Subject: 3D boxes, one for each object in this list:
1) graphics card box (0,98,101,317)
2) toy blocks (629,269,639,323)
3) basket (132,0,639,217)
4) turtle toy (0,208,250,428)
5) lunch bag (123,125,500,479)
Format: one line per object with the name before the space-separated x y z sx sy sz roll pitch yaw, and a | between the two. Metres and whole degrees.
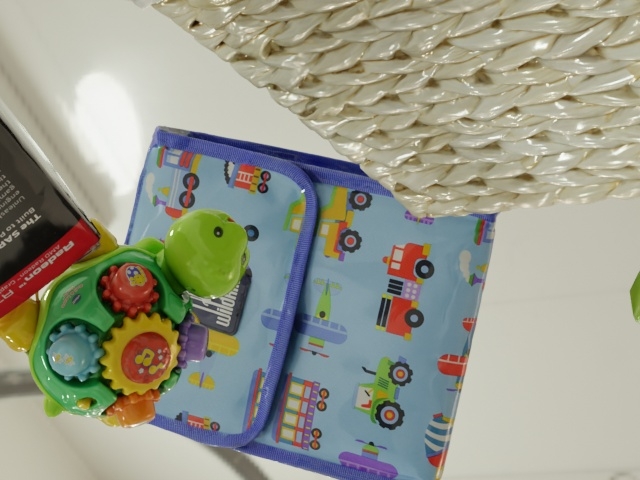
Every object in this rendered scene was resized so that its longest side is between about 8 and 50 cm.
graphics card box | -0.244 -0.031 0.473 0.094 0.232 0.371 52 175 23
toy blocks | 0.269 -0.069 0.426 0.191 0.381 0.261 102 171 -56
basket | 0.126 -0.213 0.681 0.266 0.331 0.328 38 -117 -31
turtle toy | -0.088 0.036 0.665 0.130 0.066 0.095 -51 -52 -11
lunch bag | -0.029 0.044 1.037 0.138 0.293 0.221 -37 -41 -80
